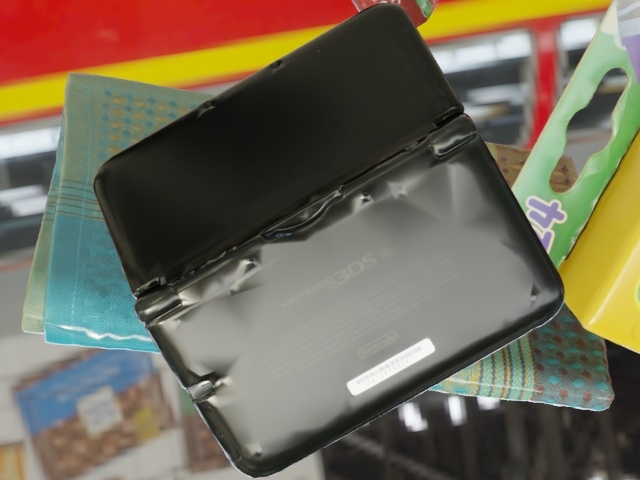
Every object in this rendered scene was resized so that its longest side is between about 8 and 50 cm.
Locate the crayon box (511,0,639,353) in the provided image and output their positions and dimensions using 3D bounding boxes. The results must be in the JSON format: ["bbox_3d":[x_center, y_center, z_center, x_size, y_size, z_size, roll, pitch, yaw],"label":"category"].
[{"bbox_3d":[0.289,-0.005,1.194,0.323,0.203,0.083,23,-166,-17],"label":"crayon box"}]

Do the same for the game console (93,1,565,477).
[{"bbox_3d":[0.001,-0.001,0.633,0.122,0.107,0.071,-30,-166,5],"label":"game console"}]

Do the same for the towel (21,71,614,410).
[{"bbox_3d":[0.000,0.000,1.280,0.370,0.040,0.271,9,-143,-6],"label":"towel"}]

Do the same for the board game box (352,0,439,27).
[{"bbox_3d":[0.029,-0.201,0.876,0.027,0.145,0.281,-29,-164,26],"label":"board game box"}]
